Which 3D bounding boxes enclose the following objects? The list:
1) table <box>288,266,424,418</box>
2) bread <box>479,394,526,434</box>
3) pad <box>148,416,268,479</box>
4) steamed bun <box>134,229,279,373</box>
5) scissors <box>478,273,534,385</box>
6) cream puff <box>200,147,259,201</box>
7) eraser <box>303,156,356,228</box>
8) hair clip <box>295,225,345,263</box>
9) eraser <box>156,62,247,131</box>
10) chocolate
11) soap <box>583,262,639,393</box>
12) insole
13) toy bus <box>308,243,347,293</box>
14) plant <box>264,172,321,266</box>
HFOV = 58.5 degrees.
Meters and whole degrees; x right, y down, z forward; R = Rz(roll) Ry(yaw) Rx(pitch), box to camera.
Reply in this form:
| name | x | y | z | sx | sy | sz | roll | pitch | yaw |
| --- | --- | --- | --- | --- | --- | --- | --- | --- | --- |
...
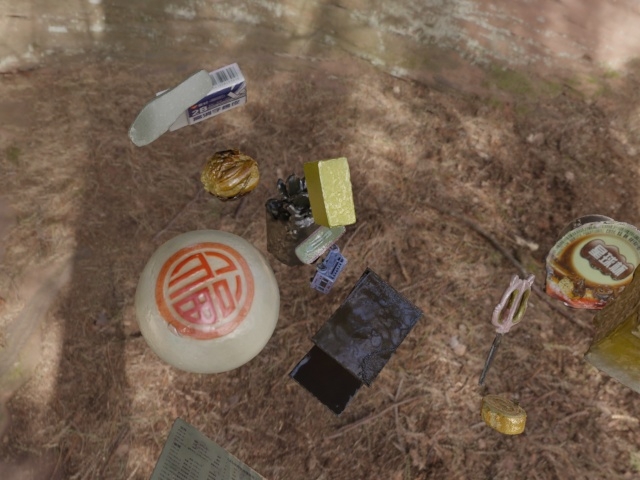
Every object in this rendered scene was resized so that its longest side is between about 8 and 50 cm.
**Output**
| name | x | y | z | sx | sy | sz | roll | pitch | yaw |
| --- | --- | --- | --- | --- | --- | --- | --- | --- | --- |
| table | 0.087 | 0.273 | 1.520 | 0.196 | 0.251 | 0.282 | 39 | 53 | 8 |
| bread | 0.548 | 0.522 | 1.731 | 0.122 | 0.073 | 0.149 | -1 | 14 | -34 |
| pad | -0.095 | 0.342 | 0.724 | 0.265 | 0.009 | 0.159 | 39 | 16 | -11 |
| steamed bun | -0.214 | 0.108 | 1.089 | 0.282 | 0.177 | 0.283 | 2 | 72 | -8 |
| scissors | 0.459 | 0.231 | 1.456 | 0.160 | 0.318 | 0.024 | 4 | 19 | -44 |
| cream puff | -0.200 | -0.146 | 1.246 | 0.133 | 0.104 | 0.120 | 7 | 54 | 26 |
| eraser | 0.013 | -0.072 | 0.836 | 0.045 | 0.097 | 0.122 | -11 | 7 | -10 |
| hair clip | 0.000 | 0.000 | 1.391 | 0.054 | 0.137 | 0.022 | 48 | 3 | 5 |
| eraser | -0.290 | -0.351 | 1.410 | 0.210 | 0.124 | 0.068 | -25 | 83 | -12 |
| chocolate | 0.544 | 0.030 | 1.146 | 0.221 | 0.221 | 0.147 | 22 | 25 | 2 |
| soap | 0.423 | 0.104 | 0.506 | 0.281 | 0.259 | 0.143 | 33 | 53 | 13 |
| insole | -0.270 | -0.241 | 1.029 | 0.192 | 0.063 | 0.010 | -46 | 42 | -19 |
| toy bus | 0.027 | 0.084 | 1.708 | 0.076 | 0.073 | 0.167 | 28 | 37 | 4 |
| plant | -0.061 | -0.072 | 1.684 | 0.198 | 0.276 | 0.188 | -12 | 42 | -35 |
